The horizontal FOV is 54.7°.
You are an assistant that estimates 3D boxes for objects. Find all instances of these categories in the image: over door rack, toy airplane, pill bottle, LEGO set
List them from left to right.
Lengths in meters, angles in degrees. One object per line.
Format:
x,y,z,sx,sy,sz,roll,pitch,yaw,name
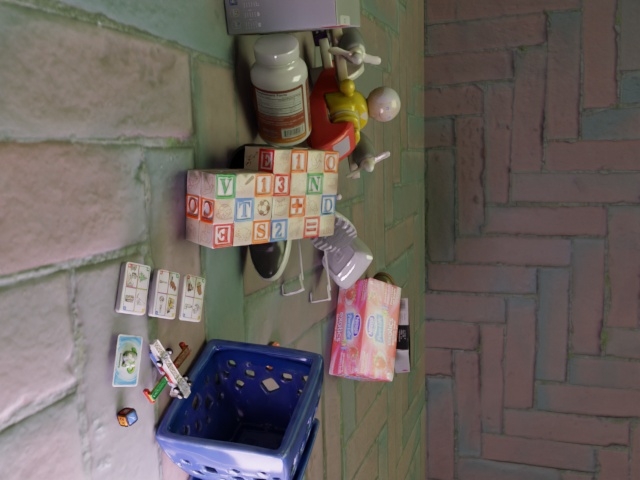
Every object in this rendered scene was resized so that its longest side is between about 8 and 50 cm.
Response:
-0.272,0.169,0.995,0.182,0.060,0.244,20,70,-57,LEGO set
-0.084,-0.318,1.313,0.216,0.121,0.121,86,17,-45,pill bottle
0.000,0.000,1.649,0.239,0.108,0.324,31,62,-68,over door rack
0.072,-0.356,1.577,0.386,0.272,0.385,2,91,-74,toy airplane

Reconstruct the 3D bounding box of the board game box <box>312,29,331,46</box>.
-0.003,-0.739,1.692,0.208,0.056,0.347,-75,157,-46,board game box

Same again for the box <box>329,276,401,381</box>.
0.142,0.282,1.938,0.142,0.154,0.300,20,69,-33,box

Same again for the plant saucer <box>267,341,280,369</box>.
-0.114,0.283,1.475,0.083,0.013,0.084,2,90,-72,plant saucer

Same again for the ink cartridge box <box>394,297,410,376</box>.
0.275,0.340,2.119,0.371,0.069,0.176,76,15,-64,ink cartridge box

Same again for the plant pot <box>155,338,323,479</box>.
-0.125,0.343,1.124,0.236,0.235,0.212,-65,155,-51,plant pot

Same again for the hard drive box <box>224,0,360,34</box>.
-0.053,-0.476,1.271,0.181,0.232,0.089,-42,130,-64,hard drive box

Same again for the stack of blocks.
-0.102,-0.089,1.163,0.297,0.087,0.171,-8,106,-44,stack of blocks

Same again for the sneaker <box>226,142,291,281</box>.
-0.135,-0.064,1.274,0.147,0.104,0.296,10,78,-67,sneaker

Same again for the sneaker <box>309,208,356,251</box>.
-0.018,-0.073,1.462,0.281,0.105,0.115,36,24,-37,sneaker

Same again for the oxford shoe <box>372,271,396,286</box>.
0.226,0.296,2.309,0.130,0.123,0.348,-27,116,-66,oxford shoe

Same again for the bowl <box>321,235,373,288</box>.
0.067,0.052,1.778,0.053,0.142,0.142,24,111,-46,bowl
